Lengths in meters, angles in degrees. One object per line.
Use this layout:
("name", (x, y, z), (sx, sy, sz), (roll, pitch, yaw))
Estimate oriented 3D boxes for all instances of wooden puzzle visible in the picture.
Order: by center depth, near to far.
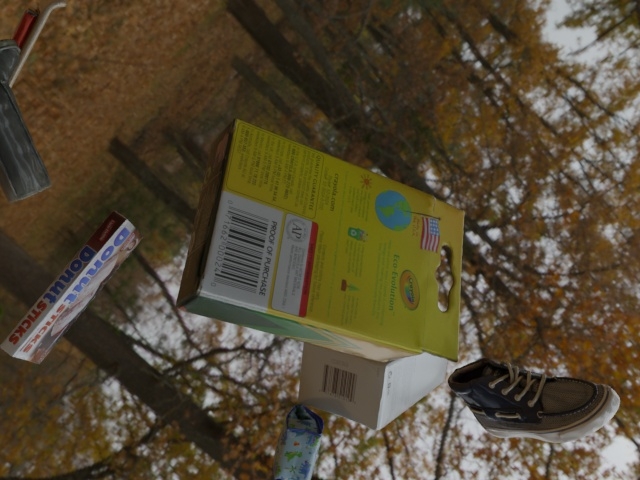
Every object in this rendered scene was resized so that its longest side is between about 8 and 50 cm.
("wooden puzzle", (-0.533, -0.334, 1.185), (0.238, 0.044, 0.221), (-54, -149, 5))

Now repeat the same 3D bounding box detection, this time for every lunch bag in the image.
("lunch bag", (-0.051, 0.441, 1.469), (0.151, 0.096, 0.129), (-137, -118, -80))

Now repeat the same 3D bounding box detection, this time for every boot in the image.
("boot", (0.220, 0.167, 0.733), (0.069, 0.086, 0.190), (-51, -170, -34))
("boot", (-0.439, -0.172, 0.962), (0.076, 0.208, 0.189), (-22, -160, 13))

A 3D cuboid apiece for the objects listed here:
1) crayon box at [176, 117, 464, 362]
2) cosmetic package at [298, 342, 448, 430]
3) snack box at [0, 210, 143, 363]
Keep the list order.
("crayon box", (0.015, 0.016, 0.768), (0.081, 0.318, 0.202), (-30, -134, 56))
("cosmetic package", (0.140, 0.288, 1.596), (0.217, 0.156, 0.385), (12, -170, 32))
("snack box", (-0.262, 0.051, 0.724), (0.178, 0.022, 0.064), (-53, 167, -13))
